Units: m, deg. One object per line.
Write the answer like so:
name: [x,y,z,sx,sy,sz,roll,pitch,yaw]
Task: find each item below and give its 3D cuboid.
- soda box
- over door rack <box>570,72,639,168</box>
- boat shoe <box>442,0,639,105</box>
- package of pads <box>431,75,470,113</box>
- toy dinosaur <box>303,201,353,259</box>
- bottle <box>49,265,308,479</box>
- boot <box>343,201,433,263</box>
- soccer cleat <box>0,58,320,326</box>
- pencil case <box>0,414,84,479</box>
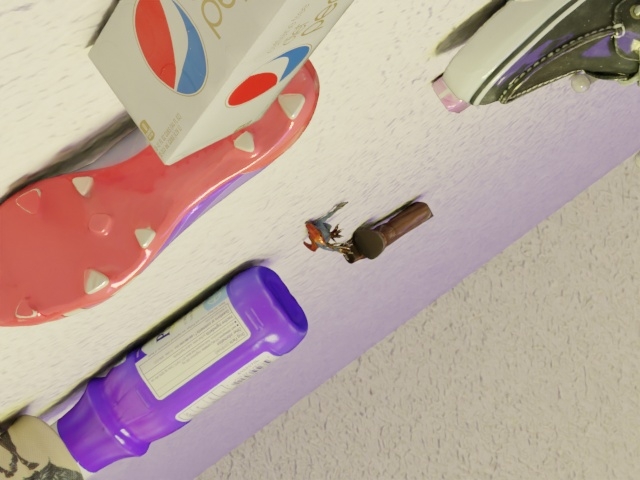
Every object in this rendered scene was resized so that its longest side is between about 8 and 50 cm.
soda box: [-0.032,-0.120,0.874,0.069,0.074,0.216,-30,171,-33]
over door rack: [0.372,-0.115,2.013,0.108,0.239,0.324,-42,171,11]
boat shoe: [0.254,-0.183,1.521,0.335,0.119,0.121,-32,172,-18]
package of pads: [0.137,-0.143,1.606,0.083,0.032,0.050,-36,171,14]
toy dinosaur: [0.000,0.000,1.885,0.090,0.047,0.082,-27,159,31]
bottle: [-0.147,0.136,1.887,0.283,0.092,0.118,-36,179,11]
boot: [0.088,-0.016,2.150,0.114,0.037,0.106,-28,-177,-23]
soccer cleat: [-0.104,-0.030,1.126,0.248,0.083,0.095,-38,177,3]
pencil case: [-0.388,0.317,1.745,0.410,0.160,0.183,-30,-167,-30]
